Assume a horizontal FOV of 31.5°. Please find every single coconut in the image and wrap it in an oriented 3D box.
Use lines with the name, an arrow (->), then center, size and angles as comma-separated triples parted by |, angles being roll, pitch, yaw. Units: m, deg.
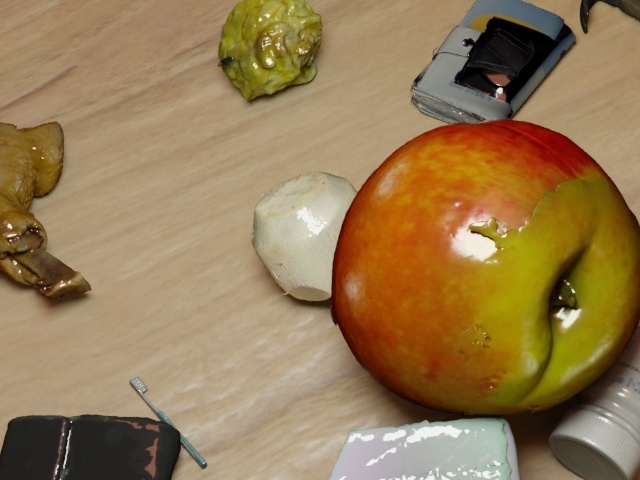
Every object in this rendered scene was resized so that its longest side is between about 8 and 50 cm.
coconut -> -0.003, 0.001, 1.477 | 0.161, 0.162, 0.161 | -24, 25, 12

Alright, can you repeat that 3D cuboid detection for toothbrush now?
toothbrush -> -0.191, 0.227, 1.433 | 0.014, 0.011, 0.167 | -34, 55, -21

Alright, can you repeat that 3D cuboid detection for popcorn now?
popcorn -> -0.082, -0.293, 1.712 | 0.174, 0.142, 0.173 | -3, 82, 21

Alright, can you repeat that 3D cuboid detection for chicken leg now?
chicken leg -> -0.450, -0.064, 1.613 | 0.409, 0.182, 0.295 | 34, 51, 25

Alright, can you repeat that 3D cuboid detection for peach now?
peach -> 0.174, 0.029, 1.288 | 0.370, 0.370, 0.370 | -5, 54, 7

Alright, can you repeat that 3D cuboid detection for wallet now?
wallet -> 0.250, -0.264, 1.668 | 0.170, 0.069, 0.231 | 30, 66, 22
wallet -> -0.303, 0.395, 1.300 | 0.229, 0.062, 0.406 | 1, 56, 10

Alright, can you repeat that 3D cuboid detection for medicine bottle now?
medicine bottle -> 0.346, 0.189, 1.301 | 0.105, 0.105, 0.168 | 26, 63, 26

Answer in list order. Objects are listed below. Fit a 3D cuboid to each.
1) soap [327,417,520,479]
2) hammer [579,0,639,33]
soap -> 0.096, 0.418, 1.154 | 0.262, 0.156, 0.446 | -6, 55, 7
hammer -> 0.556, -0.277, 1.633 | 0.168, 0.044, 0.440 | -35, 56, -16
